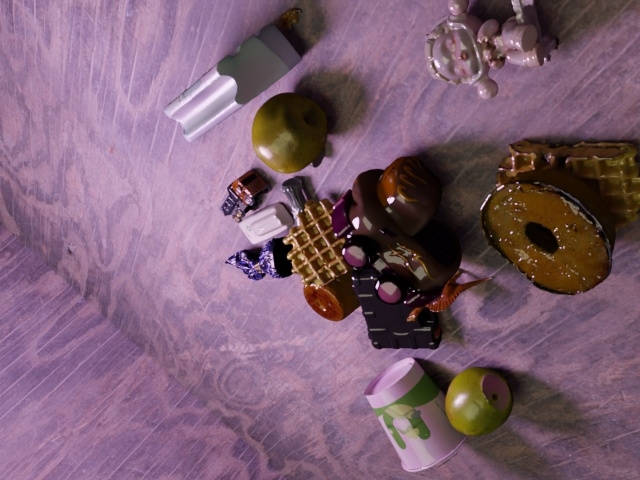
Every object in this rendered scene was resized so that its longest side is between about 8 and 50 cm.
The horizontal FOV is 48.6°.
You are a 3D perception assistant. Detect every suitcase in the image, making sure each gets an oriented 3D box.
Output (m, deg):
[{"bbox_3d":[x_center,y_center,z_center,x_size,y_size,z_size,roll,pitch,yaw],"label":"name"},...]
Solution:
[{"bbox_3d":[0.210,0.183,1.941,0.206,0.066,0.285,-3,127,23],"label":"suitcase"}]

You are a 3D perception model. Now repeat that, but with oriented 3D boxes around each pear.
[{"bbox_3d":[0.426,0.447,1.952,0.187,0.187,0.219,43,139,0],"label":"pear"},{"bbox_3d":[-0.078,-0.258,1.704,0.198,0.198,0.198,26,142,23],"label":"pear"}]

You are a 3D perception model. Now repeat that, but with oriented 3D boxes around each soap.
[{"bbox_3d":[-0.204,-0.376,1.685,0.115,0.208,0.347,51,144,-15],"label":"soap"}]

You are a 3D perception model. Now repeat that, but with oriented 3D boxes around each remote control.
[{"bbox_3d":[-0.169,-0.047,2.138,0.090,0.049,0.230,54,146,-11],"label":"remote control"}]

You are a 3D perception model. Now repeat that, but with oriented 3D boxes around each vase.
[{"bbox_3d":[-0.043,-0.228,1.820,0.101,0.053,0.053,28,143,28],"label":"vase"},{"bbox_3d":[-0.058,-0.099,1.955,0.081,0.081,0.148,5,127,42],"label":"vase"}]

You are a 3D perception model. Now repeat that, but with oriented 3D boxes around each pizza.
[{"bbox_3d":[-0.070,-0.496,1.591,0.037,0.016,0.083,47,144,-17],"label":"pizza"}]

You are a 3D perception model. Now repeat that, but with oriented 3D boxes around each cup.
[{"bbox_3d":[0.284,0.513,2.139,0.274,0.253,0.253,56,144,-4],"label":"cup"}]

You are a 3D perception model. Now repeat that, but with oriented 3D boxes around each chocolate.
[{"bbox_3d":[-0.188,0.074,2.235,0.148,0.126,0.343,9,167,-33],"label":"chocolate"}]

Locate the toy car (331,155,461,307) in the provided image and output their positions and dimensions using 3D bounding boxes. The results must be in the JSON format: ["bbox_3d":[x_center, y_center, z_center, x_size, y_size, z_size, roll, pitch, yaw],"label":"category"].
[{"bbox_3d":[0.206,-0.029,1.642,0.341,0.271,0.240,44,125,-7],"label":"toy car"}]

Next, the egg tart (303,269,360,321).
[{"bbox_3d":[0.043,0.134,2.036,0.203,0.147,0.202,29,145,23],"label":"egg tart"}]

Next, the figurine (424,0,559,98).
[{"bbox_3d":[0.287,-0.364,1.286,0.257,0.144,0.182,1,148,41],"label":"figurine"}]

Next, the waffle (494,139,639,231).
[{"bbox_3d":[0.489,-0.108,1.405,0.283,0.065,0.309,39,144,4],"label":"waffle"}]

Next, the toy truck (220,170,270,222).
[{"bbox_3d":[-0.225,-0.127,2.080,0.092,0.083,0.192,48,147,3],"label":"toy truck"}]

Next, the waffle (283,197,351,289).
[{"bbox_3d":[0.000,0.000,1.899,0.229,0.057,0.219,-31,89,18],"label":"waffle"}]

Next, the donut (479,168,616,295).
[{"bbox_3d":[0.454,-0.028,1.395,0.272,0.107,0.272,27,141,24],"label":"donut"}]

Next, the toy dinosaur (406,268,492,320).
[{"bbox_3d":[0.312,0.135,1.772,0.057,0.142,0.212,50,143,-13],"label":"toy dinosaur"}]
